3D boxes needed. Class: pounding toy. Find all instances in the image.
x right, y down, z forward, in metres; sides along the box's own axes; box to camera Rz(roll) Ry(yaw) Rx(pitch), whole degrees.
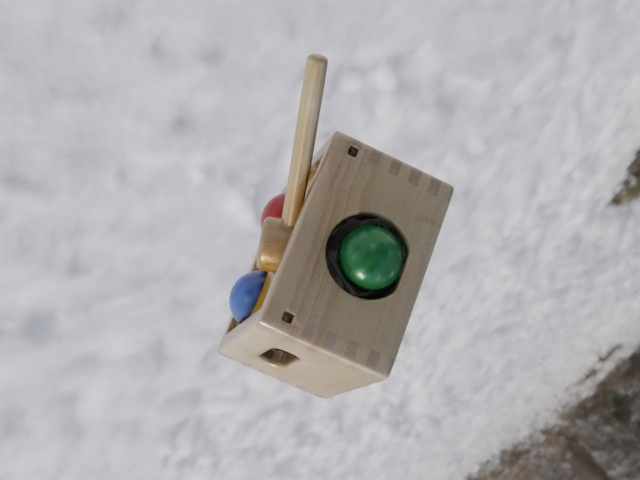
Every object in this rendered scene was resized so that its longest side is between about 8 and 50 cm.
[{"bbox_3d":[0.000,0.000,0.540,0.130,0.100,0.141,-69,-170,-19],"label":"pounding toy"}]
